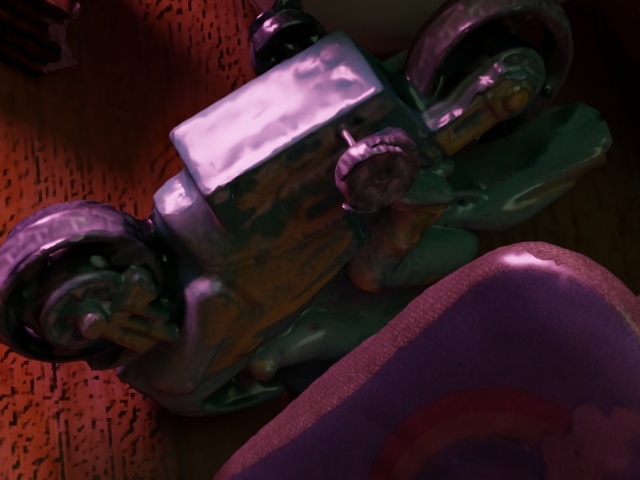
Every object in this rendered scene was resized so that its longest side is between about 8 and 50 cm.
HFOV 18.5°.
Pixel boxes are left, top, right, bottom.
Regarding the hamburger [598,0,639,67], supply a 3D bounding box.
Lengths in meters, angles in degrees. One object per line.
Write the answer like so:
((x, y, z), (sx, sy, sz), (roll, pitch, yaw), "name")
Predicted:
((0.278, -0.173, 1.127), (0.212, 0.274, 0.274), (-36, 85, -35), "hamburger")

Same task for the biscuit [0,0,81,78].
((-0.215, -0.181, 0.981), (0.252, 0.070, 0.106), (28, 55, -14), "biscuit")

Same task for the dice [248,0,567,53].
((0.037, -0.288, 0.974), (0.304, 0.277, 0.304), (-33, 44, 1), "dice")

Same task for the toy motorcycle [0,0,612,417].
((0.002, -0.001, 0.920), (0.296, 0.198, 0.109), (-32, 48, 0), "toy motorcycle")

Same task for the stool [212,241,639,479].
((0.147, 0.148, 0.860), (0.226, 0.310, 0.310), (-28, 81, -44), "stool")
